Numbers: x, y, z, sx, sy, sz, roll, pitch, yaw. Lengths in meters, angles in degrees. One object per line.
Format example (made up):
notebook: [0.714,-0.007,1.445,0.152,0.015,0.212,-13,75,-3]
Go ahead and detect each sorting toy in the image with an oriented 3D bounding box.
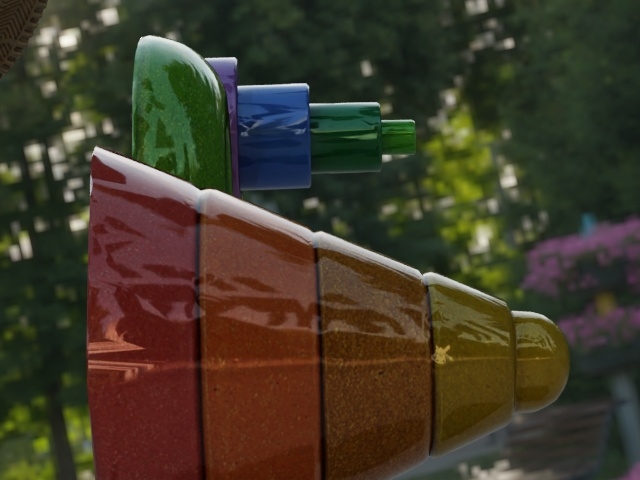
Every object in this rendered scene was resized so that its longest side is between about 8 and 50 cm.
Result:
sorting toy: [0.000,0.000,0.612,0.126,0.127,0.365,-2,16,-1]

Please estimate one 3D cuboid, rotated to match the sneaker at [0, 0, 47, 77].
sneaker: [-0.091,-0.106,0.547,0.042,0.067,0.118,18,-64,-49]
